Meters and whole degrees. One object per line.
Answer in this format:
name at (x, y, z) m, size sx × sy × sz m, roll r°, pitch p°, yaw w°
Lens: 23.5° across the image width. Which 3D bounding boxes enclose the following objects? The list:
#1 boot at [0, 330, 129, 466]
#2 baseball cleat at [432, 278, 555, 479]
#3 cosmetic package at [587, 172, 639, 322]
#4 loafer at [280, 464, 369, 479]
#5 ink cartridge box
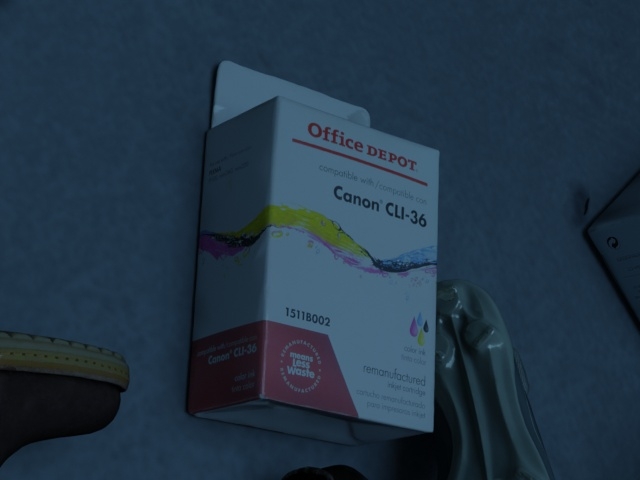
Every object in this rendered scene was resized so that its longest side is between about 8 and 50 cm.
boot at (-0.188, 0.138, 0.622) m, size 0.248 × 0.090 × 0.207 m, roll 1°, pitch 89°, yaw -41°
baseball cleat at (0.098, 0.123, 0.828) m, size 0.109 × 0.072 × 0.206 m, roll 47°, pitch 34°, yaw -57°
cosmetic package at (0.378, 0.009, 1.115) m, size 0.377 × 0.097 × 0.284 m, roll -42°, pitch 108°, yaw -40°
loafer at (-0.033, 0.195, 0.717) m, size 0.078 × 0.080 × 0.220 m, roll 38°, pitch 56°, yaw -27°
ink cartridge box at (0.000, 0.000, 0.812) m, size 0.115 × 0.067 × 0.198 m, roll 16°, pitch 67°, yaw -36°
